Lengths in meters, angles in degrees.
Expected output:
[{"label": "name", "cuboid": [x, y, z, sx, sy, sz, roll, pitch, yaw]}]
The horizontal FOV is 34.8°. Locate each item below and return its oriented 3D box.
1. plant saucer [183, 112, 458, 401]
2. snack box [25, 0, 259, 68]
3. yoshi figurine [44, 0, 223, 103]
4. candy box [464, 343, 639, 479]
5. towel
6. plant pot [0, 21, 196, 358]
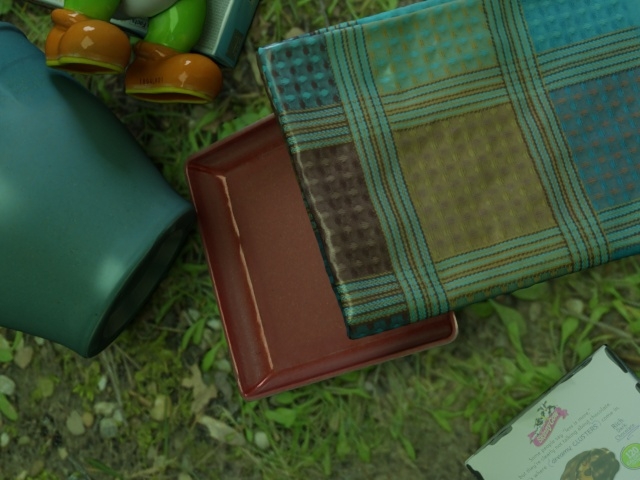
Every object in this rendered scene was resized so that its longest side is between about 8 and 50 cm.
[{"label": "plant saucer", "cuboid": [0.000, 0.000, 0.972, 0.259, 0.048, 0.258, -22, 78, 34]}, {"label": "snack box", "cuboid": [-0.208, -0.320, 1.089, 0.322, 0.060, 0.187, 21, 91, 18]}, {"label": "yoshi figurine", "cuboid": [-0.128, -0.318, 0.944, 0.203, 0.203, 0.362, 9, 85, 1]}, {"label": "candy box", "cuboid": [0.254, 0.216, 0.894, 0.165, 0.070, 0.196, -42, 76, 11]}, {"label": "towel", "cuboid": [0.158, -0.093, 0.882, 0.370, 0.040, 0.271, -17, 80, -11]}, {"label": "plant pot", "cuboid": [-0.272, -0.029, 0.996, 0.255, 0.271, 0.271, 34, 97, 3]}]
